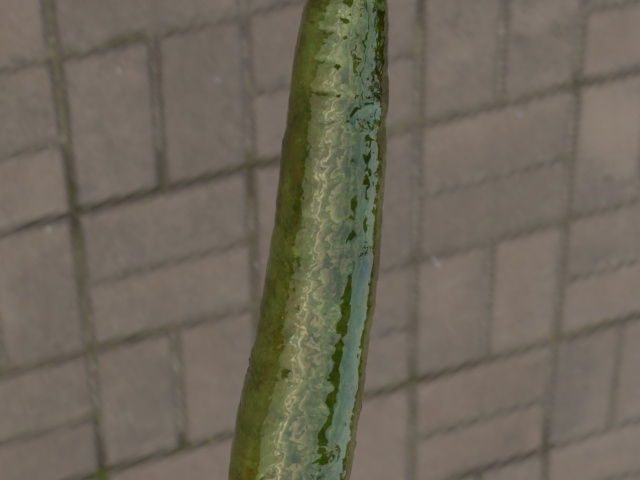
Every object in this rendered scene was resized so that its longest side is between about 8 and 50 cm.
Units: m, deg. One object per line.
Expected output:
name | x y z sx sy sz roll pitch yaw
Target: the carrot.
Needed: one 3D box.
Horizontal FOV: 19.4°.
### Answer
carrot | 0.000 0.000 1.067 0.074 0.074 0.359 2 102 -28
